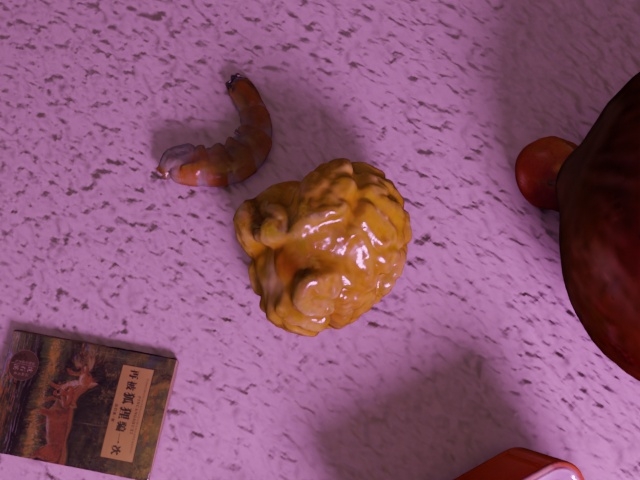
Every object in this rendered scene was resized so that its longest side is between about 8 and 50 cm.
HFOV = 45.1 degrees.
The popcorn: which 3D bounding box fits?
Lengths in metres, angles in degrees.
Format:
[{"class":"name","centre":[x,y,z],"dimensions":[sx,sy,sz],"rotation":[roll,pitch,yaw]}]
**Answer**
[{"class":"popcorn","centre":[0.000,0.000,0.967],"dimensions":[0.200,0.226,0.203],"rotation":[-9,31,-31]}]

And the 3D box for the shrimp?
[{"class":"shrimp","centre":[-0.147,-0.154,1.063],"dimensions":[0.161,0.049,0.166],"rotation":[-3,76,1]}]

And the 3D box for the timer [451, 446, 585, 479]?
[{"class":"timer","centre":[0.206,0.395,0.861],"dimensions":[0.257,0.161,0.250],"rotation":[-28,85,-3]}]

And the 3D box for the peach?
[{"class":"peach","centre":[0.302,-0.082,0.986],"dimensions":[0.101,0.101,0.100],"rotation":[-1,77,4]}]

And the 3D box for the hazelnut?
[{"class":"hazelnut","centre":[0.463,-0.015,0.833],"dimensions":[0.421,0.353,0.421],"rotation":[-2,85,22]}]

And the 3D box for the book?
[{"class":"book","centre":[-0.312,0.213,1.004],"dimensions":[0.228,0.024,0.160],"rotation":[10,76,7]}]
